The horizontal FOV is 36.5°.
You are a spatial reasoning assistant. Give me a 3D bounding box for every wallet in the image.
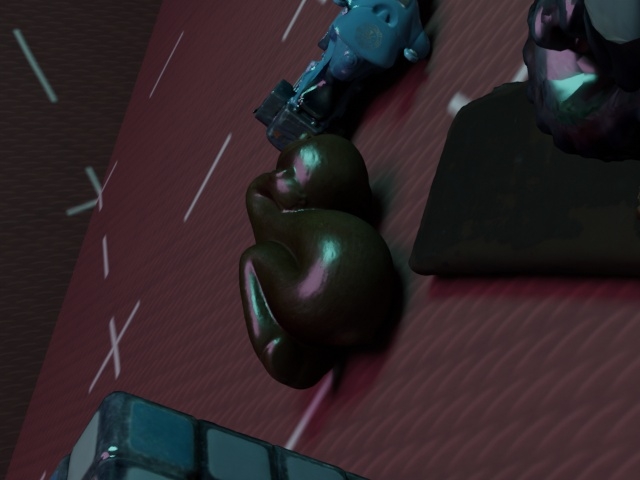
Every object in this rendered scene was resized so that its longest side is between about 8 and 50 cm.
[{"bbox_3d":[0.173,-0.050,0.719,0.309,0.042,0.165,-6,64,65],"label":"wallet"}]

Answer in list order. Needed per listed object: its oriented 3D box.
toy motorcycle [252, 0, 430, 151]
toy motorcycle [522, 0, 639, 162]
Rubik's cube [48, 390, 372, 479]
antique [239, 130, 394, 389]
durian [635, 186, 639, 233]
[{"bbox_3d":[0.028,-0.195,1.083,0.272,0.123,0.182,-51,6,27],"label":"toy motorcycle"},{"bbox_3d":[0.199,-0.164,0.346,0.416,0.172,0.232,170,103,-68],"label":"toy motorcycle"},{"bbox_3d":[-0.062,0.313,0.564,0.287,0.292,0.293,-54,28,24],"label":"Rubik's cube"},{"bbox_3d":[0.000,0.000,0.940,0.143,0.121,0.257,-44,33,36],"label":"antique"},{"bbox_3d":[0.285,-0.107,0.467,0.191,0.112,0.341,31,105,57],"label":"durian"}]
